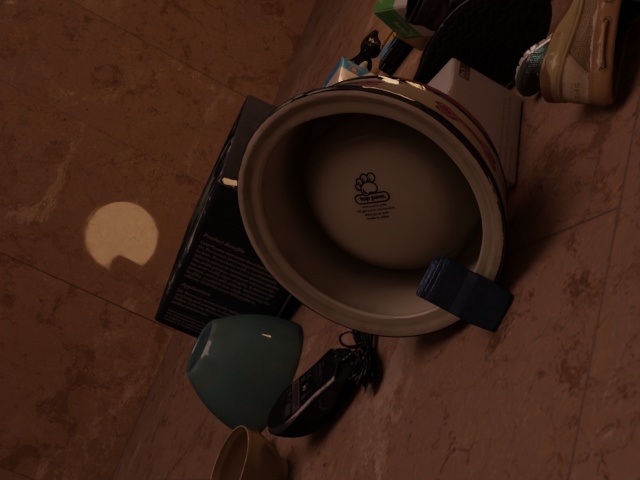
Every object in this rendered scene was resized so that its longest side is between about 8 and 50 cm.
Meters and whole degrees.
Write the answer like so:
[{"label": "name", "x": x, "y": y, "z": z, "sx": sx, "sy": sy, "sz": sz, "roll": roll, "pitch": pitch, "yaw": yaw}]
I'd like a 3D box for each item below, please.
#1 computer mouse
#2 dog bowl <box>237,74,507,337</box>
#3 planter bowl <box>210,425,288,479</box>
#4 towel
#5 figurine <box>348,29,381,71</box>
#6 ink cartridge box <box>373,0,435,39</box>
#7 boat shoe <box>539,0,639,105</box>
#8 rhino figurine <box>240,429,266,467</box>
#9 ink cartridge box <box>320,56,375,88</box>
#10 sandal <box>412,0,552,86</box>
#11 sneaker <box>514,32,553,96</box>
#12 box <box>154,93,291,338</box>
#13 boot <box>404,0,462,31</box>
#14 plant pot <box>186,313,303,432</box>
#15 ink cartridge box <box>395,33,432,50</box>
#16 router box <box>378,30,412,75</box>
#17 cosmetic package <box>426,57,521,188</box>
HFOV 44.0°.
[{"label": "computer mouse", "x": 0.014, "y": 0.276, "z": 1.444, "sx": 0.272, "sy": 0.072, "sz": 0.188, "roll": -43, "pitch": 20, "yaw": 20}, {"label": "dog bowl", "x": 0.090, "y": -0.061, "z": 1.181, "sx": 0.408, "sy": 0.408, "sz": 0.150, "roll": -49, "pitch": 2, "yaw": 40}, {"label": "planter bowl", "x": -0.129, "y": 0.449, "z": 1.517, "sx": 0.162, "sy": 0.109, "sz": 0.162, "roll": -51, "pitch": 25, "yaw": 35}, {"label": "towel", "x": 0.197, "y": 0.072, "z": 1.082, "sx": 0.067, "sy": 0.119, "sz": 0.029, "roll": -62, "pitch": 6, "yaw": 6}, {"label": "figurine", "x": 0.105, "y": -0.471, "z": 2.272, "sx": 0.209, "sy": 0.092, "sz": 0.214, "roll": 124, "pitch": 165, "yaw": -57}, {"label": "ink cartridge box", "x": 0.280, "y": -0.553, "z": 1.670, "sx": 0.289, "sy": 0.121, "sz": 0.211, "roll": 10, "pitch": 73, "yaw": 50}, {"label": "boat shoe", "x": 0.415, "y": -0.341, "z": 1.108, "sx": 0.110, "sy": 0.122, "sz": 0.341, "roll": 16, "pitch": 82, "yaw": 33}, {"label": "rhino figurine", "x": -0.178, "y": 0.504, "z": 1.663, "sx": 0.243, "sy": 0.073, "sz": 0.106, "roll": -61, "pitch": 19, "yaw": 13}, {"label": "ink cartridge box", "x": 0.073, "y": -0.308, "z": 2.012, "sx": 0.168, "sy": 0.171, "sz": 0.232, "roll": -50, "pitch": 20, "yaw": 40}, {"label": "sandal", "x": 0.246, "y": -0.306, "z": 1.466, "sx": 0.446, "sy": 0.168, "sz": 0.107, "roll": -50, "pitch": 14, "yaw": 40}, {"label": "sneaker", "x": 0.366, "y": -0.282, "z": 1.233, "sx": 0.166, "sy": 0.065, "sz": 0.076, "roll": -52, "pitch": 23, "yaw": 39}, {"label": "box", "x": -0.182, "y": -0.042, "z": 2.089, "sx": 0.471, "sy": 0.297, "sz": 0.480, "roll": -58, "pitch": 14, "yaw": 32}, {"label": "boot", "x": 0.318, "y": -0.499, "z": 1.434, "sx": 0.338, "sy": 0.223, "sz": 0.118, "roll": -57, "pitch": 19, "yaw": 20}, {"label": "plant pot", "x": -0.197, "y": 0.288, "z": 1.852, "sx": 0.290, "sy": 0.195, "sz": 0.290, "roll": -56, "pitch": 17, "yaw": 26}, {"label": "ink cartridge box", "x": 0.293, "y": -0.579, "z": 1.906, "sx": 0.193, "sy": 0.088, "sz": 0.235, "roll": -63, "pitch": 15, "yaw": -6}, {"label": "router box", "x": 0.227, "y": -0.555, "z": 2.160, "sx": 0.179, "sy": 0.046, "sz": 0.133, "roll": -50, "pitch": 20, "yaw": 40}, {"label": "cosmetic package", "x": 0.172, "y": -0.108, "z": 1.400, "sx": 0.385, "sy": 0.156, "sz": 0.217, "roll": -42, "pitch": 26, "yaw": 50}]
